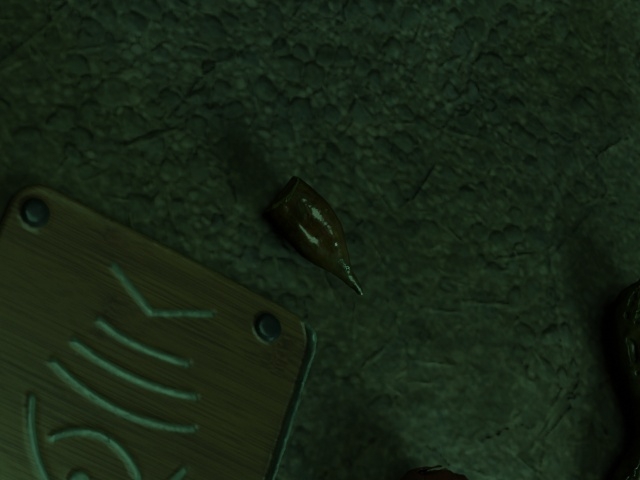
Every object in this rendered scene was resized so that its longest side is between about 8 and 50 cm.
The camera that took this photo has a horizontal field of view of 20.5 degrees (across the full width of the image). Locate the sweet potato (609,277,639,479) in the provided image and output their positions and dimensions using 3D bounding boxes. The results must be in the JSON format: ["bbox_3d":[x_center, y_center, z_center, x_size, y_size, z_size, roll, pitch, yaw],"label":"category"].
[{"bbox_3d":[0.303,0.149,1.634,0.081,0.062,0.233,9,70,-11],"label":"sweet potato"}]

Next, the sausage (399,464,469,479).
[{"bbox_3d":[0.086,0.252,1.458,0.076,0.076,0.141,25,59,-20],"label":"sausage"}]

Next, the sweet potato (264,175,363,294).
[{"bbox_3d":[0.000,0.000,1.517,0.049,0.049,0.117,-37,89,-35],"label":"sweet potato"}]

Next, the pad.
[{"bbox_3d":[-0.158,0.128,1.398,0.286,0.018,0.284,27,60,-17],"label":"pad"}]
